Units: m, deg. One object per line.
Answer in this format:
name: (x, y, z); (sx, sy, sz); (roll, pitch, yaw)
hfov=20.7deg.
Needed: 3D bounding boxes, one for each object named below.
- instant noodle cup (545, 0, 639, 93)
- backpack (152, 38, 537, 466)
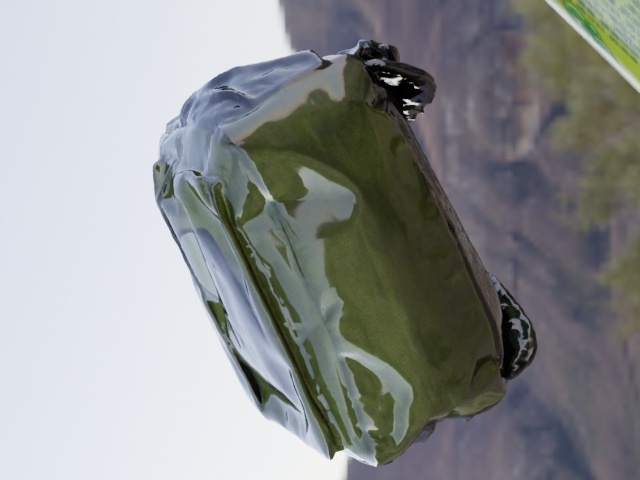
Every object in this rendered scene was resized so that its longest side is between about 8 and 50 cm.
instant noodle cup: (0.171, -0.155, 0.526); (0.311, 0.221, 0.311); (-38, -25, -22)
backpack: (0.000, 0.000, 0.892); (0.207, 0.140, 0.253); (66, 168, -12)
